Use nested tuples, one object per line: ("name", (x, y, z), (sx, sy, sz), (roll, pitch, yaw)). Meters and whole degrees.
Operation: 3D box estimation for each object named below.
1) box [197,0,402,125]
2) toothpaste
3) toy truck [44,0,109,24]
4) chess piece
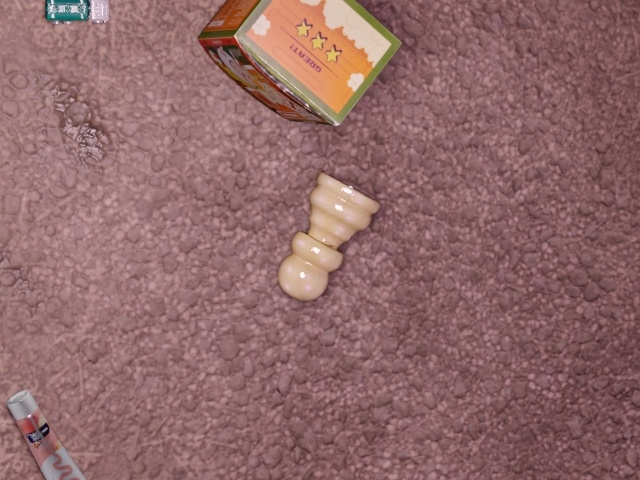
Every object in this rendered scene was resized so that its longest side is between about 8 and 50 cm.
("box", (-0.033, -0.250, 1.905), (0.177, 0.195, 0.148), (40, 83, -19))
("toothpaste", (-0.346, 0.288, 1.951), (0.056, 0.036, 0.205), (-31, 109, -15))
("toy truck", (-0.307, -0.292, 1.890), (0.083, 0.044, 0.039), (-2, 100, -18))
("chess piece", (0.000, 0.000, 2.010), (0.094, 0.094, 0.170), (29, 94, -19))
